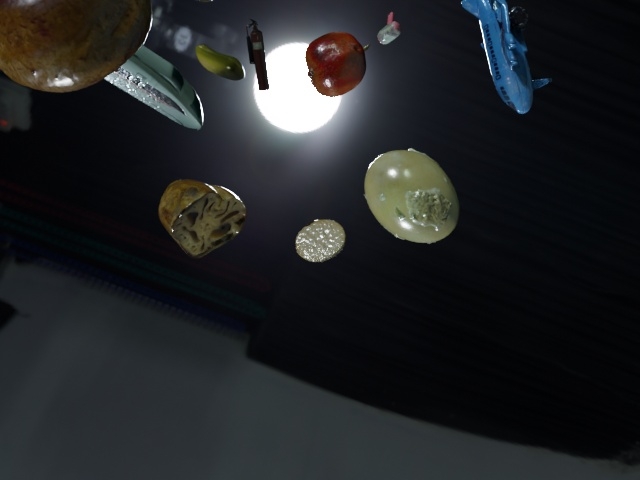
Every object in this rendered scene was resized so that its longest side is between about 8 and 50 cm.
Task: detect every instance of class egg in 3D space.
[{"bbox_3d":[0.177,-0.085,1.471,0.164,0.201,0.164,-45,-2,-2],"label":"egg"}]

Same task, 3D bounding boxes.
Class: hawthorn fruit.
[{"bbox_3d":[0.057,-0.513,2.199,0.200,0.179,0.179,-30,-4,-12],"label":"hawthorn fruit"}]

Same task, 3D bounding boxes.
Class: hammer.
[{"bbox_3d":[0.141,-0.433,1.545,0.053,0.031,0.083,-28,37,37],"label":"hammer"}]

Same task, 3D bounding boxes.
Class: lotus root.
[{"bbox_3d":[-0.311,-0.087,1.942,0.199,0.180,0.188,-30,-40,-11],"label":"lotus root"}]

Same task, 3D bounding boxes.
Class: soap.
[{"bbox_3d":[-0.253,-0.444,1.922,0.045,0.140,0.089,-59,-20,-15],"label":"soap"}]

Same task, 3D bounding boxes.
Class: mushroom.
[{"bbox_3d":[-0.402,-0.356,1.199,0.263,0.195,0.283,-28,30,1],"label":"mushroom"}]

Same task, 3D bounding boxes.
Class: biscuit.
[{"bbox_3d":[0.000,0.000,1.735,0.015,0.120,0.120,68,-146,-51],"label":"biscuit"}]

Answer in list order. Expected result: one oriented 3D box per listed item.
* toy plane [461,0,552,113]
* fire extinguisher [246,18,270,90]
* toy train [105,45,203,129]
[{"bbox_3d":[0.360,-0.377,1.490,0.105,0.271,0.254,-25,-7,3],"label":"toy plane"},{"bbox_3d":[-0.151,-0.443,1.825,0.049,0.035,0.173,-139,38,-58],"label":"fire extinguisher"},{"bbox_3d":[-0.383,-0.359,1.558,0.088,0.407,0.086,-34,41,33],"label":"toy train"}]
